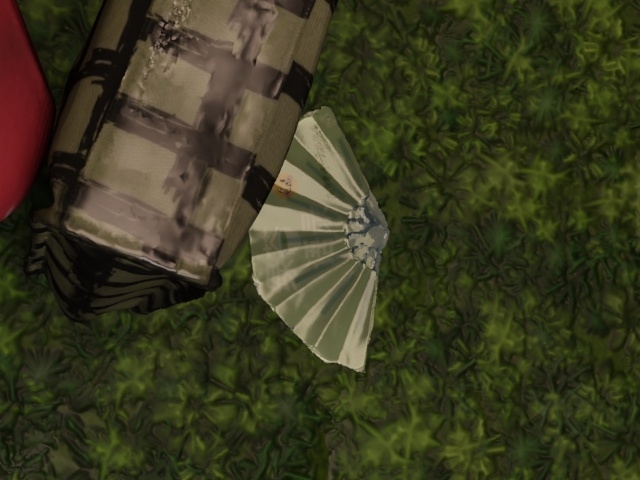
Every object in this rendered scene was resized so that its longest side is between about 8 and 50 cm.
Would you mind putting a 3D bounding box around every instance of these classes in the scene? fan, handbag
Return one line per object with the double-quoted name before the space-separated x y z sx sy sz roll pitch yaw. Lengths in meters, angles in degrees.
"fan" 0.000 0.000 1.448 0.131 0.009 0.240 -6 83 -14
"handbag" -0.111 -0.107 1.268 0.162 0.327 0.325 23 75 -10

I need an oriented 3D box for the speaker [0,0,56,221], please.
"speaker" -0.348 -0.102 1.229 0.294 0.294 0.294 3 80 -15
